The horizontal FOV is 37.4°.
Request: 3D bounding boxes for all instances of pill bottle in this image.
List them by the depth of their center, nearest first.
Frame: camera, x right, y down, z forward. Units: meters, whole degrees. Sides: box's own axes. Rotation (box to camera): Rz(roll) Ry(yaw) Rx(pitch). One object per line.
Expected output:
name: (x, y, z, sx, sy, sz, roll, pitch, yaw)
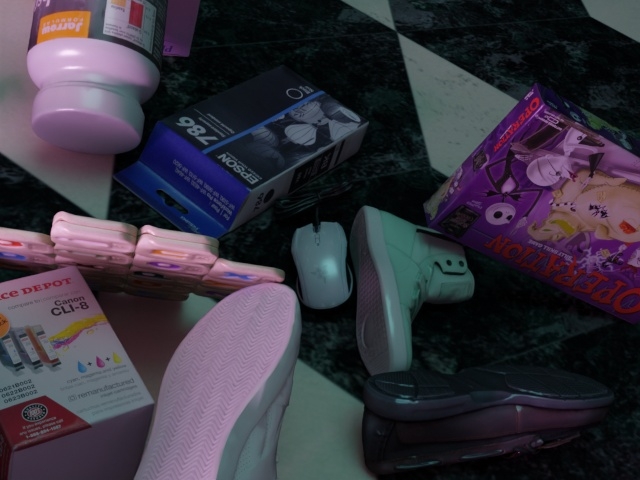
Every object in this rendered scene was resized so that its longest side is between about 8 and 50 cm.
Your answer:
pill bottle: (-0.275, -0.260, 1.176, 0.162, 0.162, 0.279, 7, 71, -15)

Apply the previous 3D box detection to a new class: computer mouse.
computer mouse: (0.000, 0.000, 1.143, 0.106, 0.042, 0.193, -10, 45, 1)

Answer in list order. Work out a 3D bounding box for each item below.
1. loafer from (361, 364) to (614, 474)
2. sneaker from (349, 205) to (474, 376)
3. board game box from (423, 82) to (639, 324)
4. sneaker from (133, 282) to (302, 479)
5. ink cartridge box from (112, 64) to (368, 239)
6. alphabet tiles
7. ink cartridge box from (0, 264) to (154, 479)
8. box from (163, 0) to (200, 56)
loafer: (0.175, 0.191, 1.008, 0.302, 0.095, 0.109, 3, 13, -25)
sneaker: (0.120, 0.065, 1.102, 0.151, 0.094, 0.256, 12, 42, -14)
board game box: (0.322, -0.030, 1.129, 0.346, 0.208, 0.056, 23, 41, -24)
sneaker: (-0.072, 0.191, 0.831, 0.108, 0.169, 0.293, 1, 47, 25)
ink cartridge box: (-0.095, -0.123, 1.245, 0.165, 0.065, 0.332, 36, 44, 17)
alphabet tiles: (-0.183, 0.022, 0.909, 0.277, 0.284, 0.021, 8, 77, -12)
ink cartridge box: (-0.250, 0.134, 0.848, 0.128, 0.127, 0.176, -15, 51, -33)
box: (-0.311, -0.397, 1.414, 0.213, 0.117, 0.243, 1, 45, -22)
